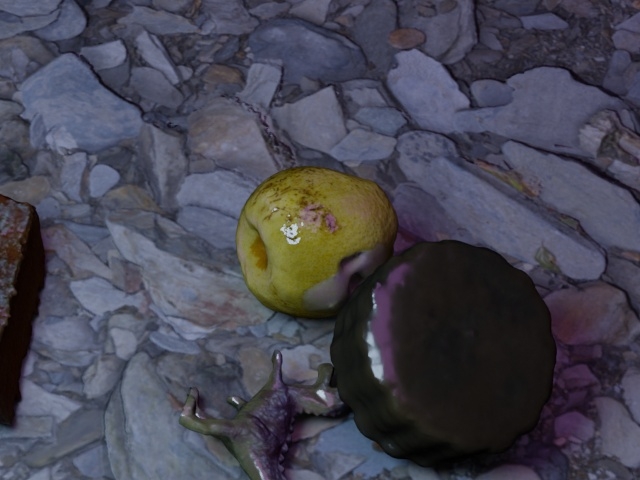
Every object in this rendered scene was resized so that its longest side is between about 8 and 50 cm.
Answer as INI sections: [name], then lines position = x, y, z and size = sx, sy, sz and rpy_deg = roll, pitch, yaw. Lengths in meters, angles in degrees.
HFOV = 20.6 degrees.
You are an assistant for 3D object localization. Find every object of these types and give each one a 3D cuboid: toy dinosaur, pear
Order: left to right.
[toy dinosaur]
position = -0.051, 0.212, 1.773
size = 0.199, 0.072, 0.251
rpy_deg = 19, 42, -7
[pear]
position = 0.000, 0.000, 1.882
size = 0.178, 0.178, 0.178
rpy_deg = 4, 52, -5

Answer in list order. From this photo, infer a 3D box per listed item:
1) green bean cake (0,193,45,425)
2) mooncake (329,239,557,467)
[green bean cake]
position = -0.365, 0.058, 1.823
size = 0.198, 0.097, 0.233
rpy_deg = 18, 52, 7
[mooncake]
position = 0.123, 0.119, 1.813
size = 0.228, 0.124, 0.228
rpy_deg = 8, 70, -23
